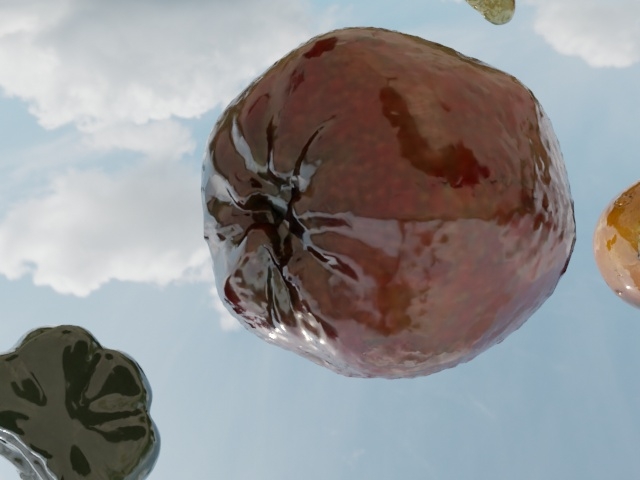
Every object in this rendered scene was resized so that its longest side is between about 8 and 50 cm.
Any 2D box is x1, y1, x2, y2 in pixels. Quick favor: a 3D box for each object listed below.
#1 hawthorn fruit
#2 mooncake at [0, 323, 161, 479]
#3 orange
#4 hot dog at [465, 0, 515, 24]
[{"bbox_3d":[0.069,-0.021,0.460,0.300,0.254,0.254,4,-154,-47],"label":"hawthorn fruit"},{"bbox_3d":[-0.224,0.159,0.500,0.175,0.104,0.169,22,-119,-21],"label":"mooncake"},{"bbox_3d":[0.580,0.006,0.967,0.246,0.246,0.246,0,-141,0],"label":"orange"},{"bbox_3d":[0.216,-0.433,0.920,0.242,0.073,0.084,35,-148,-9],"label":"hot dog"}]
